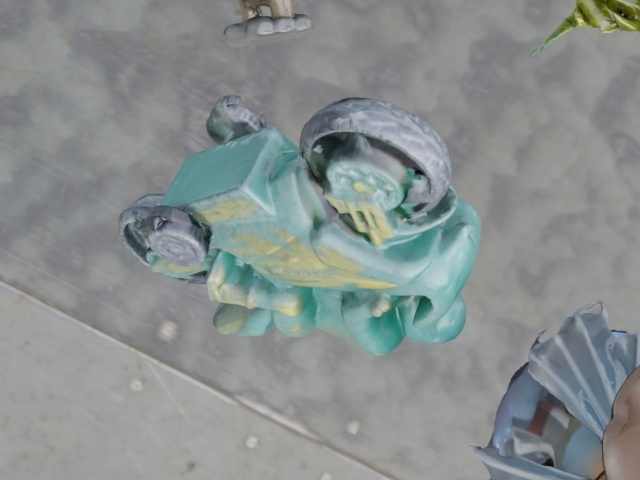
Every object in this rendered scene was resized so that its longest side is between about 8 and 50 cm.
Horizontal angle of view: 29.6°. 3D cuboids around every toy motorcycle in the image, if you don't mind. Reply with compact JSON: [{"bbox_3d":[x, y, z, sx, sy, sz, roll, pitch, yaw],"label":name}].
[{"bbox_3d":[-0.001,0.000,0.760,0.198,0.296,0.109,42,57,-28],"label":"toy motorcycle"}]

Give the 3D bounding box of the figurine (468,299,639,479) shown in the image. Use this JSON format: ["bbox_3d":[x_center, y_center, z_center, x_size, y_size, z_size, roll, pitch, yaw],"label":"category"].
[{"bbox_3d":[0.220,0.176,0.812,0.248,0.388,0.277,31,100,-9],"label":"figurine"}]

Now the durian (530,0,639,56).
[{"bbox_3d":[0.215,-0.218,0.787,0.157,0.355,0.169,40,117,-21],"label":"durian"}]

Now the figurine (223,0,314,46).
[{"bbox_3d":[-0.071,-0.413,1.336,0.166,0.207,0.387,-9,96,-44],"label":"figurine"}]
